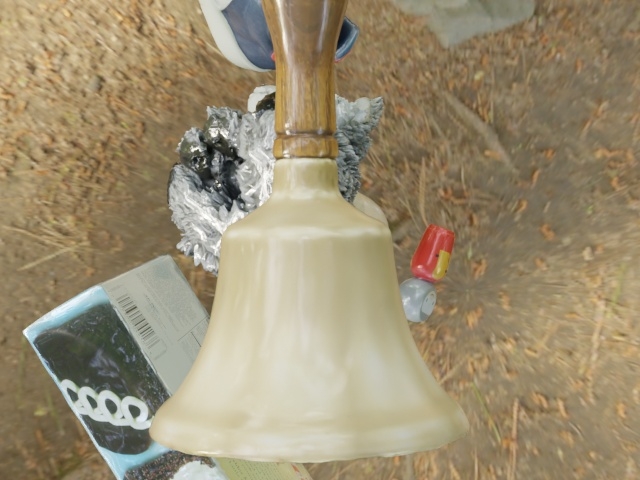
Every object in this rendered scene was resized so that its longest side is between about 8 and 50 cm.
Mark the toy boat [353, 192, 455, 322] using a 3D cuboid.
[{"bbox_3d":[0.050,0.010,1.665,0.318,0.267,0.148,21,90,-21],"label":"toy boat"}]

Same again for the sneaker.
[{"bbox_3d":[-0.067,-0.285,1.028,0.148,0.350,0.131,13,67,34],"label":"sneaker"}]

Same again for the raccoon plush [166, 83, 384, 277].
[{"bbox_3d":[0.000,0.000,1.395,0.216,0.299,0.446,-22,81,34],"label":"raccoon plush"}]

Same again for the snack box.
[{"bbox_3d":[-0.053,0.165,0.730,0.060,0.187,0.322,-32,91,6],"label":"snack box"}]

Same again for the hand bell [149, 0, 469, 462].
[{"bbox_3d":[-0.005,-0.045,0.446,0.126,0.126,0.242,0,91,7],"label":"hand bell"}]
